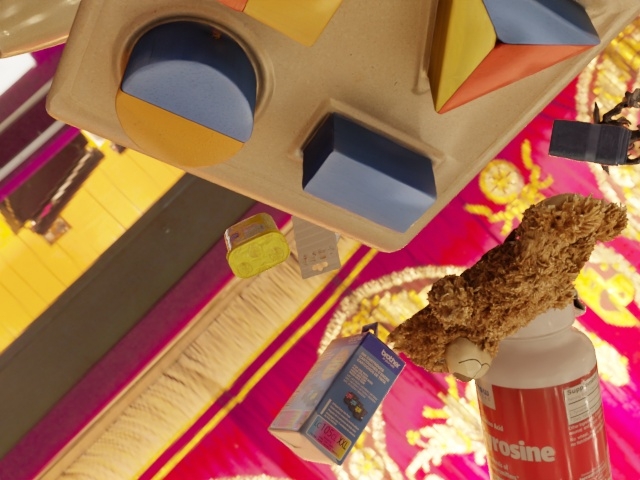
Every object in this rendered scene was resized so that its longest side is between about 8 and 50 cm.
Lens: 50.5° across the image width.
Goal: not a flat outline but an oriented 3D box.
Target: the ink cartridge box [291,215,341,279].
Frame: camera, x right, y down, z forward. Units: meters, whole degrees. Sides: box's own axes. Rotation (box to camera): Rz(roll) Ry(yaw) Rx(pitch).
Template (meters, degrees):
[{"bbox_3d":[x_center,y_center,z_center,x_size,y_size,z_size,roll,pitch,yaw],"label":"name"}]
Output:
[{"bbox_3d":[0.000,0.000,1.777,0.145,0.179,0.045,-20,167,40],"label":"ink cartridge box"}]

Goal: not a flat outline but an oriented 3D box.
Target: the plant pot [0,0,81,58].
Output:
[{"bbox_3d":[-0.457,-0.429,1.114,0.274,0.256,0.256,-46,177,-23],"label":"plant pot"}]

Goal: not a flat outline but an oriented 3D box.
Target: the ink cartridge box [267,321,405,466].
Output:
[{"bbox_3d":[0.059,0.406,1.869,0.395,0.151,0.270,-50,-171,-25],"label":"ink cartridge box"}]

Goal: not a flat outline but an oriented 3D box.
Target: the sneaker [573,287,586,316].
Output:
[{"bbox_3d":[0.552,0.108,1.548,0.053,0.152,0.061,-37,178,-19],"label":"sneaker"}]

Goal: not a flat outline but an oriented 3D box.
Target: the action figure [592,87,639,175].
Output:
[{"bbox_3d":[0.663,-0.225,1.393,0.275,0.164,0.141,-3,-162,37],"label":"action figure"}]

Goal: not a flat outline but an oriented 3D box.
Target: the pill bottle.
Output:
[{"bbox_3d":[0.414,0.299,1.294,0.229,0.408,0.229,-12,-168,2],"label":"pill bottle"}]

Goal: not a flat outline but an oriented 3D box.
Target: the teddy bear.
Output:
[{"bbox_3d":[0.237,0.066,0.842,0.338,0.113,0.245,-41,157,14],"label":"teddy bear"}]

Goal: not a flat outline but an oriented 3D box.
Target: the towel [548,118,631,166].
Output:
[{"bbox_3d":[0.425,-0.154,1.076,0.029,0.119,0.067,56,49,-67],"label":"towel"}]

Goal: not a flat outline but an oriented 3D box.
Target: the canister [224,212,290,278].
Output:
[{"bbox_3d":[-0.140,0.006,1.446,0.126,0.073,0.170,-25,-159,-3],"label":"canister"}]

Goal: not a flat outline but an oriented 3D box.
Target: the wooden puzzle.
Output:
[{"bbox_3d":[0.007,-0.117,0.459,0.348,0.322,0.080,-46,-149,44],"label":"wooden puzzle"}]
